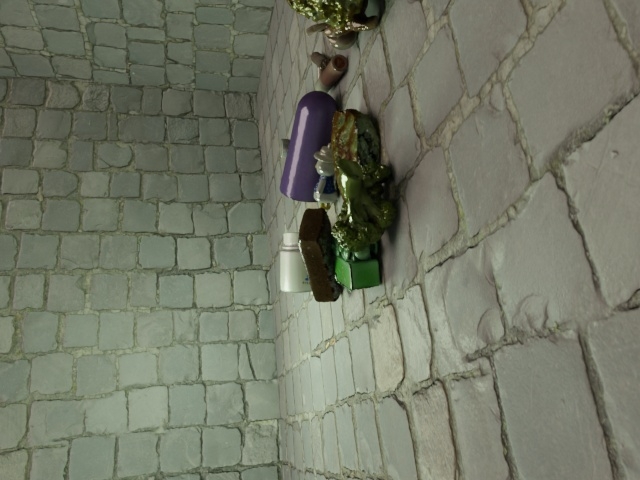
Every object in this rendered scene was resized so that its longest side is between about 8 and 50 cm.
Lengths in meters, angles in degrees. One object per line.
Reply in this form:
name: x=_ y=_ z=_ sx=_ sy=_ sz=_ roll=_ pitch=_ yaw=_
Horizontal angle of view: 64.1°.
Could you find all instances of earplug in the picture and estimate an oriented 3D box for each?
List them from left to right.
earplug: x=-0.040 y=-0.402 z=2.165 sx=0.215 sy=0.215 sz=0.456 roll=-115 pitch=32 yaw=-58

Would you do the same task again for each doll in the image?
doll: x=0.024 y=-0.257 z=2.086 sx=0.138 sy=0.119 sz=0.293 roll=-37 pitch=-40 yaw=-51

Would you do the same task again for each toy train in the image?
toy train: x=0.117 y=0.063 z=1.737 sx=0.243 sy=0.132 sz=0.188 roll=-150 pitch=54 yaw=-75

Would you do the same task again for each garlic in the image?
garlic: x=0.047 y=-0.755 z=1.857 sx=0.127 sy=0.194 sz=0.131 roll=86 pitch=169 yaw=-46

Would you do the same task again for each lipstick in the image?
lipstick: x=0.041 y=-0.674 z=2.089 sx=0.254 sy=0.070 sz=0.070 roll=163 pitch=105 yaw=-74

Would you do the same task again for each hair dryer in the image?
hair dryer: x=0.000 y=-0.725 z=2.311 sx=0.195 sy=0.054 sz=0.220 roll=-114 pitch=21 yaw=-58

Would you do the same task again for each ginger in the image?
ginger: x=0.099 y=-0.807 z=1.761 sx=0.166 sy=0.080 sz=0.333 roll=-28 pitch=60 yaw=27

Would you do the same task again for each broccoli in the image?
broccoli: x=0.149 y=-0.129 z=1.538 sx=0.254 sy=0.186 sz=0.302 roll=-48 pitch=-22 yaw=-46

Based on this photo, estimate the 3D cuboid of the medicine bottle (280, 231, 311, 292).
medicine bottle: x=-0.115 y=0.106 z=2.512 sx=0.170 sy=0.170 sz=0.293 roll=-178 pitch=86 yaw=-75

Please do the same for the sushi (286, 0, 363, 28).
sushi: x=0.060 y=-0.859 z=1.540 sx=0.396 sy=0.240 sz=0.351 roll=-42 pitch=44 yaw=43

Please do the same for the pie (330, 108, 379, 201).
pie: x=0.111 y=-0.298 z=1.781 sx=0.288 sy=0.103 sz=0.354 roll=154 pitch=110 yaw=-73

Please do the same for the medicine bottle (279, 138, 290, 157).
medicine bottle: x=-0.090 y=-0.423 z=2.362 sx=0.132 sy=0.188 sz=0.088 roll=-142 pitch=52 yaw=-70

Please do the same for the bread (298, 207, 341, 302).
bread: x=0.005 y=0.064 z=1.905 sx=0.416 sy=0.113 sz=0.165 roll=75 pitch=-163 yaw=-52
